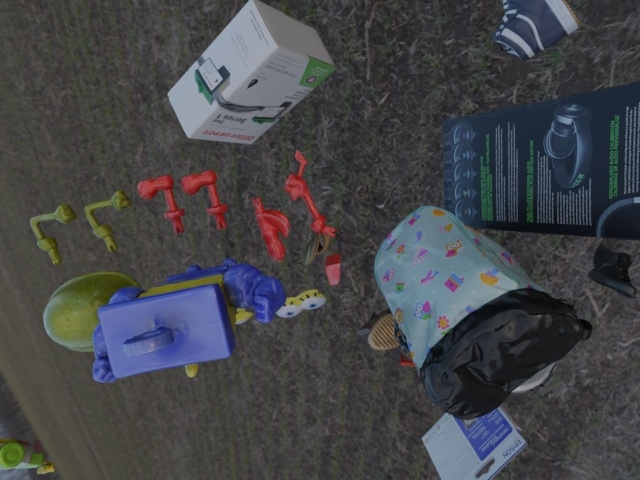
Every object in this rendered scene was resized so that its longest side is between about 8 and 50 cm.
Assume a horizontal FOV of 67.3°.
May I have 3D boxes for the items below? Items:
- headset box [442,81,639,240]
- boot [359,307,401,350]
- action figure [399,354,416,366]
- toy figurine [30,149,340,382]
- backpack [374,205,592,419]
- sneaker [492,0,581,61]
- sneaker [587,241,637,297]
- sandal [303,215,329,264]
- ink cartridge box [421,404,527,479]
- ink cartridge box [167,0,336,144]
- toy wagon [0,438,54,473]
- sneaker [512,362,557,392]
[{"bbox_3d":[0.304,-0.080,0.514,0.283,0.246,0.132,9,104,59],"label":"headset box"},{"bbox_3d":[0.177,0.257,1.391,0.206,0.248,0.090,-34,85,51],"label":"boot"},{"bbox_3d":[0.376,0.321,1.391,0.280,0.139,0.092,9,113,6],"label":"action figure"},{"bbox_3d":[-0.162,0.043,0.461,0.217,0.361,0.192,-82,-18,-76],"label":"toy figurine"},{"bbox_3d":[0.130,0.051,0.454,0.115,0.152,0.182,41,-163,-32],"label":"backpack"},{"bbox_3d":[0.434,-0.535,1.077,0.153,0.099,0.283,-37,69,33],"label":"sneaker"},{"bbox_3d":[0.647,0.061,1.052,0.051,0.089,0.170,35,-173,-6],"label":"sneaker"},{"bbox_3d":[0.000,0.000,1.276,0.049,0.180,0.072,30,128,-6],"label":"sandal"},{"bbox_3d":[0.494,0.657,1.551,0.072,0.304,0.307,36,-169,-22],"label":"ink cartridge box"},{"bbox_3d":[-0.111,-0.254,0.770,0.219,0.160,0.093,-34,77,32],"label":"ink cartridge box"},{"bbox_3d":[-0.812,0.520,1.144,0.267,0.344,0.068,-24,57,31],"label":"toy wagon"},{"bbox_3d":[0.643,0.406,1.493,0.126,0.320,0.128,44,140,39],"label":"sneaker"}]
